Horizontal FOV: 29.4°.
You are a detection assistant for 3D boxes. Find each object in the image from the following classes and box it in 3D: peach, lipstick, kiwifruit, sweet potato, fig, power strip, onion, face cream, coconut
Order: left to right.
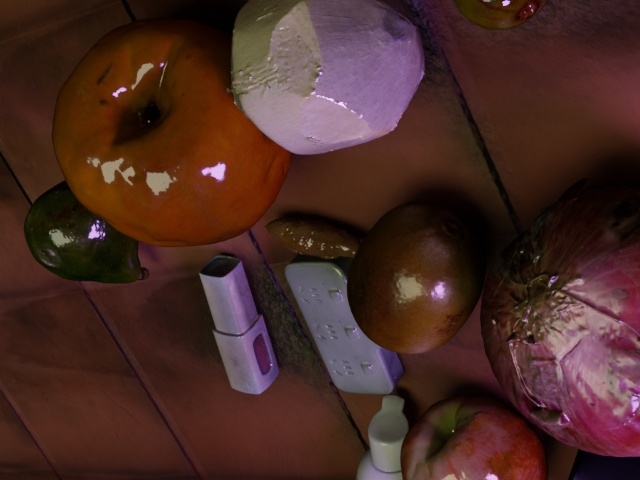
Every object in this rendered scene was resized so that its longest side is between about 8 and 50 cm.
[{"bbox_3d":[-0.387,-0.002,2.113,0.195,0.195,0.245,-19,119,45],"label":"fig"},{"bbox_3d":[-0.209,-0.150,1.762,0.343,0.343,0.301,26,180,17],"label":"peach"},{"bbox_3d":[-0.144,0.146,2.129,0.077,0.079,0.253,9,127,34],"label":"lipstick"},{"bbox_3d":[0.000,0.000,1.909,0.206,0.060,0.068,15,143,36],"label":"sweet potato"},{"bbox_3d":[0.016,-0.234,1.566,0.247,0.245,0.245,-10,118,49],"label":"coconut"},{"bbox_3d":[0.065,0.134,1.974,0.193,0.059,0.265,-3,122,39],"label":"power strip"},{"bbox_3d":[0.130,0.435,2.112,0.145,0.145,0.370,12,131,29],"label":"face cream"},{"bbox_3d":[0.139,0.051,1.748,0.196,0.196,0.234,39,141,4],"label":"kiwifruit"},{"bbox_3d":[0.177,-0.353,1.457,0.236,0.124,0.124,52,141,17],"label":"fig"},{"bbox_3d":[0.249,0.376,1.922,0.232,0.232,0.257,-10,126,42],"label":"peach"},{"bbox_3d":[0.364,0.099,1.532,0.353,0.353,0.354,20,134,23],"label":"onion"}]

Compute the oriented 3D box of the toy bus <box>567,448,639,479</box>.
[{"bbox_3d":[0.441,0.321,1.778,0.127,0.147,0.303,23,137,19],"label":"toy bus"}]
